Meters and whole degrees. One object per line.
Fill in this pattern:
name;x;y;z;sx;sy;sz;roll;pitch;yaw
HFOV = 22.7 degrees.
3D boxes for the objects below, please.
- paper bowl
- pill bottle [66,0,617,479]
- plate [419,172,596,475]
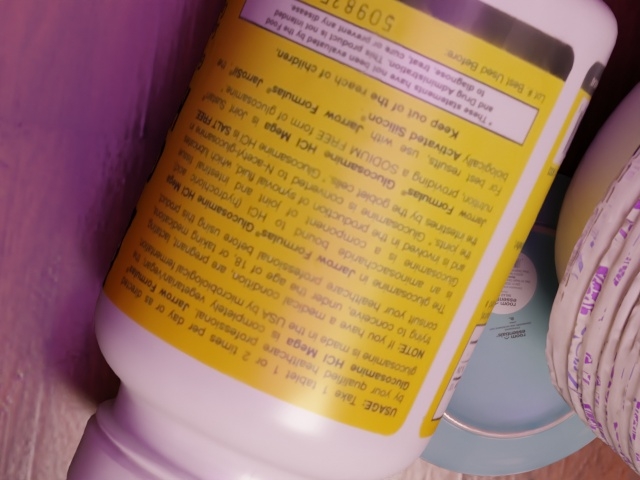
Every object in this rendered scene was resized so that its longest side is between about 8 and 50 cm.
paper bowl;0.238;-0.004;0.839;0.284;0.148;0.284;-26;139;-25
pill bottle;0.000;0.000;0.814;0.188;0.188;0.334;23;96;-14
plate;0.110;0.051;0.928;0.188;0.024;0.188;-2;102;-9
